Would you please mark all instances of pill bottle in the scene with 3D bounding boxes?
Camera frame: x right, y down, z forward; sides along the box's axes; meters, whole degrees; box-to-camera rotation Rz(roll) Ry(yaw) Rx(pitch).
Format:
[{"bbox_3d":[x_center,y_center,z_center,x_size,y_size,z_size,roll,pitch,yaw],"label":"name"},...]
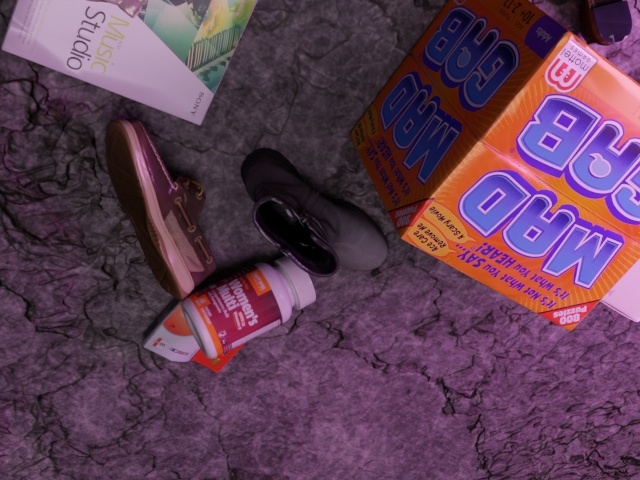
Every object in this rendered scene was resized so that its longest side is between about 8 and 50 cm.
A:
[{"bbox_3d":[-0.128,0.113,1.543,0.221,0.121,0.121,-26,125,-16],"label":"pill bottle"}]

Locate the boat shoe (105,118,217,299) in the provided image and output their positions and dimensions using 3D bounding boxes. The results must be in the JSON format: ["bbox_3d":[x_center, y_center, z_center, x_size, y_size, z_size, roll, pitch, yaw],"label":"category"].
[{"bbox_3d":[-0.256,-0.064,1.448,0.123,0.123,0.341,-33,124,-27],"label":"boat shoe"}]

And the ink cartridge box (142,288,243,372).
[{"bbox_3d":[-0.225,0.182,1.636,0.179,0.045,0.145,34,110,-25],"label":"ink cartridge box"}]

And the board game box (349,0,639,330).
[{"bbox_3d":[0.320,-0.151,1.356,0.356,0.356,0.356,28,112,-25],"label":"board game box"}]

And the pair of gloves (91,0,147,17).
[{"bbox_3d":[-0.294,-0.450,1.176,0.204,0.042,0.240,26,86,-21],"label":"pair of gloves"}]

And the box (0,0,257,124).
[{"bbox_3d":[-0.284,-0.335,1.292,0.322,0.058,0.232,18,116,-22],"label":"box"}]

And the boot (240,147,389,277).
[{"bbox_3d":[0.000,0.000,1.462,0.338,0.222,0.118,32,110,-27],"label":"boot"}]

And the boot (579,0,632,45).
[{"bbox_3d":[0.444,-0.422,1.393,0.082,0.106,0.219,-6,94,-3],"label":"boot"}]

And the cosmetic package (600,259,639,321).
[{"bbox_3d":[0.499,-0.013,1.516,0.129,0.296,0.153,29,112,-25],"label":"cosmetic package"}]
